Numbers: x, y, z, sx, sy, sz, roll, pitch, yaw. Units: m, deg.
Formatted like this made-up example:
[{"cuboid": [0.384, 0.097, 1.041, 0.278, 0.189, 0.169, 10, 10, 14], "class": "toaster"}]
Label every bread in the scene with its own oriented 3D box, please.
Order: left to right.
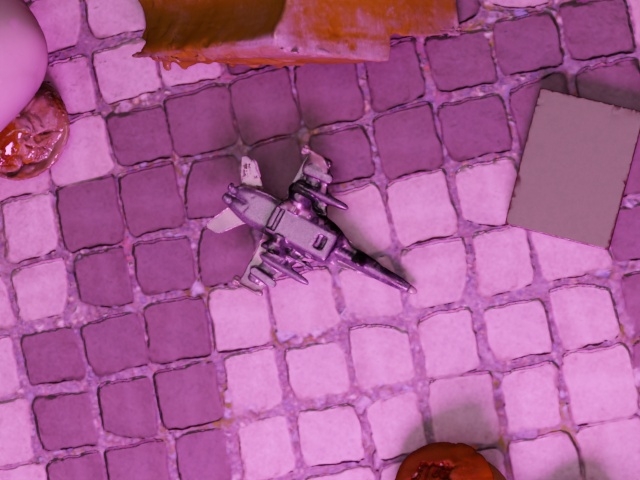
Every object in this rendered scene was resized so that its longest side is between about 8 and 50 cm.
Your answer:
[{"cuboid": [0.143, 0.303, 1.874, 0.156, 0.086, 0.125, -35, 48, 20], "class": "bread"}]

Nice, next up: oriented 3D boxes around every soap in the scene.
[{"cuboid": [-0.037, -0.294, 1.973, 0.338, 0.304, 0.169, 5, 96, 51], "class": "soap"}]

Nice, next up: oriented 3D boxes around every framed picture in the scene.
[{"cuboid": [0.302, -0.085, 1.903, 0.127, 0.023, 0.169, 15, 91, 11], "class": "framed picture"}]

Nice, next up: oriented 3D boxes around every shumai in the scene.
[{"cuboid": [-0.388, -0.142, 1.997, 0.145, 0.116, 0.146, -1, 87, 12], "class": "shumai"}]

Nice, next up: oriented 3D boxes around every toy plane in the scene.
[{"cuboid": [-0.002, 0.000, 1.928, 0.262, 0.088, 0.192, 28, 92, 11], "class": "toy plane"}]

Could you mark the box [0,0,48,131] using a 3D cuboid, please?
[{"cuboid": [-0.482, -0.219, 1.947, 0.288, 0.141, 0.349, -44, 44, 6], "class": "box"}]
